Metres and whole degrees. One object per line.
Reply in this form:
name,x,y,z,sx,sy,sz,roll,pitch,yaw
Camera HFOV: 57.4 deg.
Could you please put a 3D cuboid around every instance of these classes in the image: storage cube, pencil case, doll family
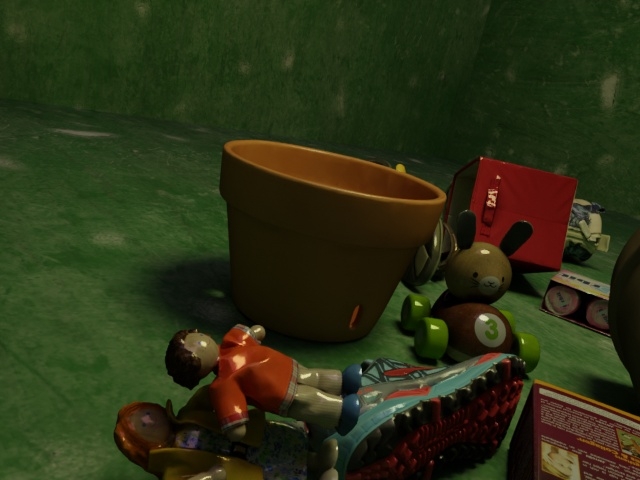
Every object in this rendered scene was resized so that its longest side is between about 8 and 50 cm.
storage cube,0.364,-0.043,1.168,0.193,0.184,0.215,13,-5,-1
pencil case,0.489,-0.048,1.422,0.409,0.160,0.183,8,2,-19
doll family,-0.067,0.169,0.356,0.163,0.118,0.263,16,33,-11

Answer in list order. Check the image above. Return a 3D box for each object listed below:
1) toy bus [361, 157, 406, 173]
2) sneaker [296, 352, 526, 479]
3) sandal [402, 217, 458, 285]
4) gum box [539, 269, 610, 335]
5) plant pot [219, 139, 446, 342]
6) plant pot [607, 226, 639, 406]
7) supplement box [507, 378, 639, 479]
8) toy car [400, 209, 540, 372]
toy bus,0.052,-0.036,1.081,0.220,0.150,0.212,1,41,6
sneaker,0.091,0.141,0.548,0.261,0.104,0.125,-1,19,-41
sandal,0.216,0.010,1.096,0.086,0.120,0.303,29,17,5
gum box,0.498,0.119,1.024,0.188,0.062,0.107,22,18,30
plant pot,0.000,0.000,0.777,0.290,0.204,0.291,11,16,-3
plant pot,0.450,0.130,0.587,0.323,0.323,0.280,20,34,25
supplement box,0.211,0.201,0.473,0.104,0.081,0.188,18,16,16
toy car,0.211,0.059,0.768,0.154,0.189,0.149,10,16,-9
